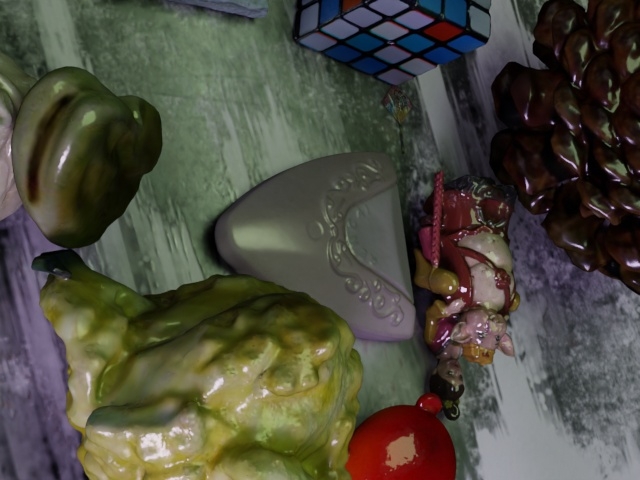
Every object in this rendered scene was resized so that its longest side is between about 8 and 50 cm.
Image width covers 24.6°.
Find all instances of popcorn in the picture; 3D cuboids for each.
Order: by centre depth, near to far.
[{"bbox_3d":[-0.086,0.147,1.233,0.293,0.293,0.237,0,101,-40],"label":"popcorn"}]

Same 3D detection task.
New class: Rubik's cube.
[{"bbox_3d":[0.079,-0.278,1.568,0.151,0.155,0.154,21,64,-36],"label":"Rubik's cube"}]

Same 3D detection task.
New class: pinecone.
[{"bbox_3d":[0.380,-0.126,1.643,0.397,0.398,0.398,13,69,-37],"label":"pinecone"}]

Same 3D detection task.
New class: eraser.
[{"bbox_3d":[0.001,0.000,1.478,0.243,0.059,0.204,3,75,-44],"label":"eraser"}]

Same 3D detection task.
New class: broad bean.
[{"bbox_3d":[-0.195,-0.065,1.264,0.153,0.072,0.207,-53,157,-12],"label":"broad bean"}]

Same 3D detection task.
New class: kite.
[{"bbox_3d":[0.084,-0.139,1.629,0.044,0.002,0.078,27,60,-31],"label":"kite"}]

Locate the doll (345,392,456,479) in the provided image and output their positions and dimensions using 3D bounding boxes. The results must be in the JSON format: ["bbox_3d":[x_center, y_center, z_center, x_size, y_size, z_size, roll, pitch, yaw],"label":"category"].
[{"bbox_3d":[0.063,0.251,1.444,0.183,0.085,0.217,16,84,-33],"label":"doll"}]

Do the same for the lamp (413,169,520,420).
[{"bbox_3d":[0.156,0.057,1.559,0.118,0.118,0.253,22,63,-34],"label":"lamp"}]

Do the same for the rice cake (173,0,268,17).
[{"bbox_3d":[-0.144,-0.275,1.455,0.226,0.040,0.085,2,76,-39],"label":"rice cake"}]

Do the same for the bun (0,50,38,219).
[{"bbox_3d":[-0.302,-0.094,1.228,0.183,0.102,0.183,10,73,-36],"label":"bun"}]
